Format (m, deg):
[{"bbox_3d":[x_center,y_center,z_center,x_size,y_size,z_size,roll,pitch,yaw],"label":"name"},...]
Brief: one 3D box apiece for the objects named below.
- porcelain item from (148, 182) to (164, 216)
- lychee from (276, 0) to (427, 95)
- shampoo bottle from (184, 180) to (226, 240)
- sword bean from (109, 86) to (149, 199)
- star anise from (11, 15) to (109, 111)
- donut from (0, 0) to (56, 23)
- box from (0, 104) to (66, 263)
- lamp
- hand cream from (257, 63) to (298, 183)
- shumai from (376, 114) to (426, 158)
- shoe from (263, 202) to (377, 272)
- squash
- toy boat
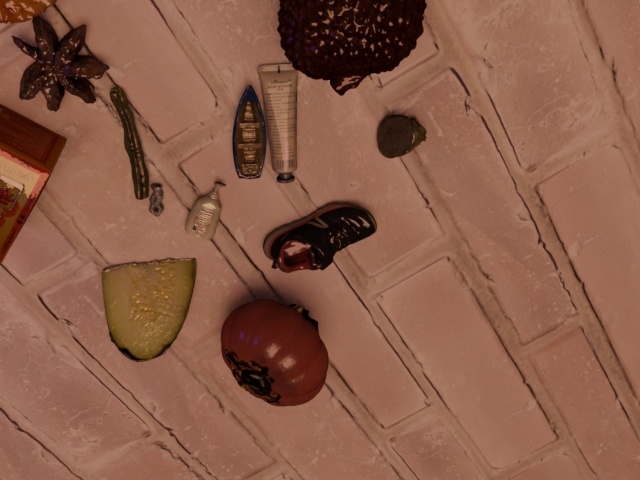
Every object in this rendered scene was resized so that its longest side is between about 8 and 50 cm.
[{"bbox_3d":[-0.394,-0.095,1.732,0.036,0.028,0.083,0,120,-11],"label":"porcelain item"},{"bbox_3d":[0.055,-0.459,1.451,0.305,0.306,0.331,-2,96,-7],"label":"lychee"},{"bbox_3d":[-0.273,-0.077,1.750,0.077,0.045,0.152,18,116,-15],"label":"shampoo bottle"},{"bbox_3d":[-0.434,-0.221,1.656,0.043,0.038,0.269,-22,122,-25],"label":"sword bean"},{"bbox_3d":[-0.549,-0.368,1.537,0.196,0.073,0.212,3,120,-7],"label":"star anise"},{"bbox_3d":[-0.629,-0.563,1.399,0.277,0.108,0.278,-3,119,-6],"label":"donut"},{"bbox_3d":[-0.745,-0.149,1.550,0.283,0.214,0.260,29,109,-21],"label":"box"},{"bbox_3d":[-0.108,0.276,1.856,0.305,0.240,0.305,26,144,21],"label":"lamp"},{"bbox_3d":[-0.089,-0.268,1.672,0.095,0.059,0.276,-4,114,-4],"label":"hand cream"},{"bbox_3d":[0.199,-0.249,1.712,0.087,0.123,0.099,-13,93,-42],"label":"shumai"},{"bbox_3d":[0.000,0.000,1.779,0.290,0.137,0.114,-20,120,2],"label":"shoe"},{"bbox_3d":[-0.421,0.173,1.807,0.236,0.155,0.204,-5,121,-4],"label":"squash"},{"bbox_3d":[-0.165,-0.252,1.671,0.080,0.046,0.229,-2,118,-6],"label":"toy boat"}]
